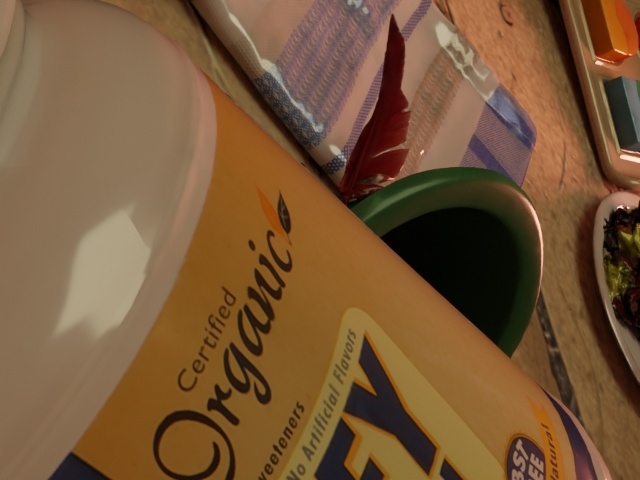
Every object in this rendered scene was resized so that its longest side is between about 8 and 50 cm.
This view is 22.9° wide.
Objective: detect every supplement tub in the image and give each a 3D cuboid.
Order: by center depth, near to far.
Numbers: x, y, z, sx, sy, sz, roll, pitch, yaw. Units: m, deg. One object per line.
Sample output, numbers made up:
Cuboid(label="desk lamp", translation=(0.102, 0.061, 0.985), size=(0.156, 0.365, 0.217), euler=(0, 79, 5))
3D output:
Cuboid(label="supplement tub", translation=(-0.073, 0.067, 0.511), size=(0.316, 0.228, 0.228), euler=(42, 39, -30))

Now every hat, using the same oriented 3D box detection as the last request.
Cuboid(label="hat", translation=(0.000, 0.000, 0.833), size=(0.208, 0.173, 0.183), euler=(-10, 34, -38))

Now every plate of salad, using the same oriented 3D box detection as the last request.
Cuboid(label="plate of salad", translation=(0.261, 0.053, 1.150), size=(0.200, 0.048, 0.200), euler=(32, 45, -39))

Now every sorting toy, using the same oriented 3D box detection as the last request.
Cuboid(label="sorting toy", translation=(0.261, -0.130, 1.282), size=(0.193, 0.038, 0.208), euler=(6, 64, -53))

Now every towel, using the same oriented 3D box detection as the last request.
Cuboid(label="towel", translation=(0.033, -0.108, 0.957), size=(0.285, 0.034, 0.209), euler=(51, 36, -20))

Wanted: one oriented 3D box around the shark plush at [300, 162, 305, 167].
Cuboid(label="shark plush", translation=(-0.035, 0.028, 0.754), size=(0.067, 0.073, 0.161), euler=(73, 12, -50))
